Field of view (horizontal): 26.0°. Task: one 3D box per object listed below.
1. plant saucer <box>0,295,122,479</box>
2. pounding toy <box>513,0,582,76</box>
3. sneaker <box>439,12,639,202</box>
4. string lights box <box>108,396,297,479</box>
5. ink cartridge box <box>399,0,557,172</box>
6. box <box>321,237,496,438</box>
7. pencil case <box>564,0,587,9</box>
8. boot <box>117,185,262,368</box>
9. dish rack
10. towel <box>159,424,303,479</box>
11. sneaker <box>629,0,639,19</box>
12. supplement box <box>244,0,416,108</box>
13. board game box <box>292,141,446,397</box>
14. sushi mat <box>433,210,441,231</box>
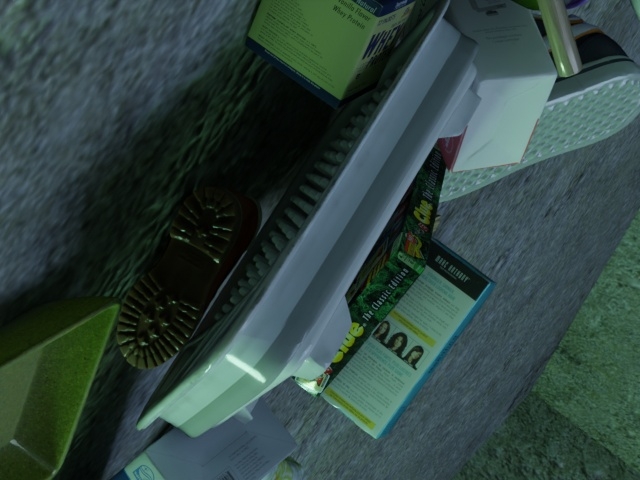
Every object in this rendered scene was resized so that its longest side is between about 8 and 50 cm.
[{"bbox_3d":[-0.230,0.125,0.920,0.188,0.045,0.188,-32,154,-50],"label":"plant saucer"},{"bbox_3d":[0.101,-0.229,0.954,0.237,0.110,0.183,-90,168,-56],"label":"pounding toy"},{"bbox_3d":[0.146,-0.130,1.315,0.321,0.127,0.126,-17,144,-22],"label":"sneaker"},{"bbox_3d":[-0.148,0.228,1.161,0.260,0.076,0.133,-41,175,39],"label":"string lights box"},{"bbox_3d":[0.112,-0.167,1.097,0.067,0.198,0.115,-8,148,-14],"label":"ink cartridge box"},{"bbox_3d":[0.108,0.122,1.742,0.244,0.100,0.060,-54,165,6],"label":"box"},{"bbox_3d":[0.280,-0.299,1.380,0.206,0.086,0.088,-36,-174,-41],"label":"pencil case"},{"bbox_3d":[-0.096,0.030,1.073,0.158,0.059,0.085,-58,168,12],"label":"boot"},{"bbox_3d":[0.000,0.000,1.011,0.332,0.072,0.285,-59,-174,-25],"label":"dish rack"},{"bbox_3d":[-0.158,0.338,1.467,0.320,0.090,0.374,-50,162,-6],"label":"towel"},{"bbox_3d":[0.329,-0.338,1.248,0.169,0.108,0.292,71,21,-66],"label":"sneaker"},{"bbox_3d":[0.008,-0.150,0.930,0.056,0.083,0.083,-34,155,-51],"label":"supplement box"},{"bbox_3d":[0.046,0.007,1.084,0.136,0.030,0.259,-55,-174,25],"label":"board game box"},{"bbox_3d":[0.033,0.062,1.553,0.316,0.019,0.151,-27,151,-55],"label":"sushi mat"}]
